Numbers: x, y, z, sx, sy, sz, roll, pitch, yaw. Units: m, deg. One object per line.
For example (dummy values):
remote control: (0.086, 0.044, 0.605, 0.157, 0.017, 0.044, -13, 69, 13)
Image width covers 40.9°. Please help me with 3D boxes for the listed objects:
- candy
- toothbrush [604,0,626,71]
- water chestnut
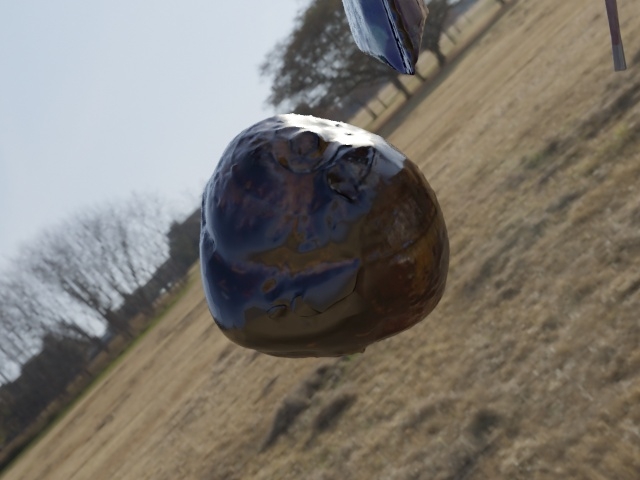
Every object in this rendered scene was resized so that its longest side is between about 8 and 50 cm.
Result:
candy: (0.052, -0.221, 0.771, 0.070, 0.145, 0.275, -22, 11, 9)
toothbrush: (0.353, -0.302, 1.049, 0.014, 0.194, 0.017, -2, 25, 36)
water chestnut: (0.000, 0.000, 0.937, 0.289, 0.289, 0.244, -42, -3, 14)
